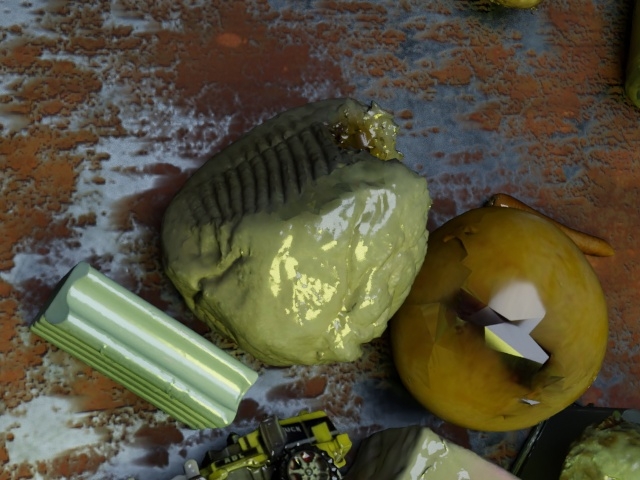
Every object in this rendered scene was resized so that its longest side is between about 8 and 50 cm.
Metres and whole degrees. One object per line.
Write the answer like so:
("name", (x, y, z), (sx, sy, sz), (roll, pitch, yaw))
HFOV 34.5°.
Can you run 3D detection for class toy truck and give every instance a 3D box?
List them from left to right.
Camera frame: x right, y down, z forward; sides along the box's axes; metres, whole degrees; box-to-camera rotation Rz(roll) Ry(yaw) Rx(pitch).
("toy truck", (-0.102, 0.249, 0.980), (0.285, 0.136, 0.111), (-17, 66, -28))

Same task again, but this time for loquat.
("loquat", (0.185, 0.084, 1.076), (0.235, 0.235, 0.235), (4, 78, -22))

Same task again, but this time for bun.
("bun", (-0.013, 0.008, 1.003), (0.281, 0.281, 0.205), (-38, 117, -24))

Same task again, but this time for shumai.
("shumai", (0.334, 0.257, 1.008), (0.184, 0.142, 0.184), (5, 78, -24))

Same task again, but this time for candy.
("candy", (0.110, 0.284, 1.040), (0.195, 0.185, 0.137), (33, 65, -10))

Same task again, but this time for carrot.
("carrot", (0.279, -0.011, 1.243), (0.190, 0.037, 0.037), (22, 72, -22))

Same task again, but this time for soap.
("soap", (-0.170, 0.105, 0.981), (0.198, 0.119, 0.067), (34, 67, -14))

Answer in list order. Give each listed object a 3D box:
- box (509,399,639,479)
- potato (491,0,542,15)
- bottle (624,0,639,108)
("box", (0.302, 0.297, 1.136), (0.163, 0.135, 0.243), (40, 68, -10))
("potato", (0.272, -0.415, 1.238), (0.140, 0.173, 0.300), (28, 71, -32))
("bottle", (0.490, -0.342, 1.324), (0.171, 0.171, 0.351), (15, 72, -20))
